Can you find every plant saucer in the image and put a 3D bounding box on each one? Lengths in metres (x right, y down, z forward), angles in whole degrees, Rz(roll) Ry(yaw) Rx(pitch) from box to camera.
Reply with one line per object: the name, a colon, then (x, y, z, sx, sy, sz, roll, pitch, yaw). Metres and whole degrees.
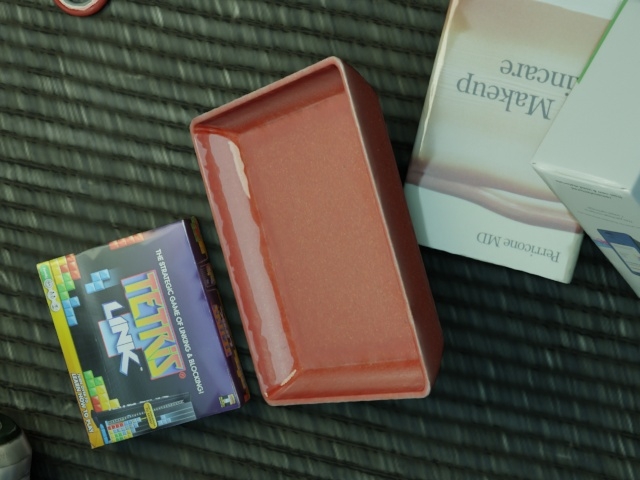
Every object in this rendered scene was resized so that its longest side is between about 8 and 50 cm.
plant saucer: (0.000, 0.000, 1.185, 0.047, 0.259, 0.258, -16, 91, -32)

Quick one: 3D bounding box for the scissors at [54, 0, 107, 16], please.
scissors: (-0.280, -0.310, 1.298, 0.297, 0.021, 0.109, 37, 101, 7)

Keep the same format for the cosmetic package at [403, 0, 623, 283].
cosmetic package: (0.165, -0.129, 1.175, 0.153, 0.129, 0.296, 13, 96, 8)

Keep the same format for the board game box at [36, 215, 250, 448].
board game box: (-0.153, 0.080, 1.284, 0.141, 0.048, 0.170, -17, 91, 11)

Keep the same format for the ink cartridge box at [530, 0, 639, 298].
ink cartridge box: (0.269, -0.055, 1.102, 0.093, 0.212, 0.154, 19, 73, 42)

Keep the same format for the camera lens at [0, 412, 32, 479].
camera lens: (-0.362, 0.272, 1.245, 0.219, 0.219, 0.274, 6, 95, 9)
